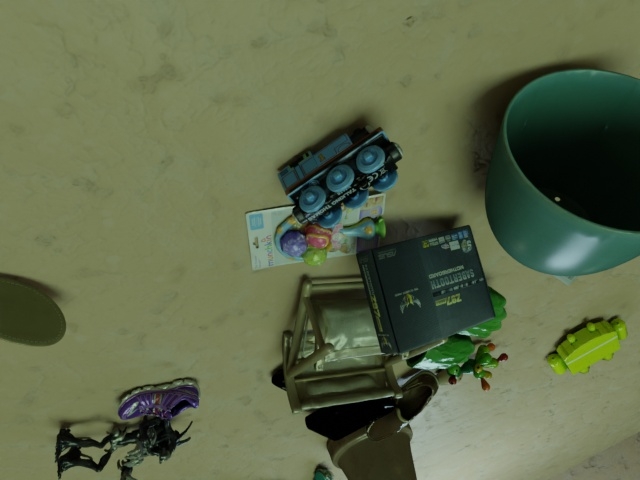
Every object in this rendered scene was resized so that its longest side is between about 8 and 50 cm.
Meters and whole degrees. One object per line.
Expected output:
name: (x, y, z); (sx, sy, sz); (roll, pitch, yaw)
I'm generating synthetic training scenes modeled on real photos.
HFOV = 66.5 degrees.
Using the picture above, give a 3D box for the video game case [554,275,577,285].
video game case: (0.556, -0.007, 1.055); (0.212, 0.023, 0.193); (25, 109, -38)

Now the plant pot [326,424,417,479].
plant pot: (0.174, 0.664, 1.421); (0.263, 0.229, 0.263); (-11, 134, -11)

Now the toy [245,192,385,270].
toy: (0.000, 0.000, 0.832); (0.237, 0.056, 0.136); (-11, 134, -12)

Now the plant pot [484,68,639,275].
plant pot: (0.397, -0.077, 0.769); (0.293, 0.293, 0.235); (-14, 152, -9)

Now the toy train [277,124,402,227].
toy train: (0.029, -0.098, 0.713); (0.184, 0.105, 0.080); (-34, 144, 12)

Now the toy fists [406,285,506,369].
toy fists: (0.316, 0.209, 1.139); (0.142, 0.096, 0.279); (12, 128, -21)

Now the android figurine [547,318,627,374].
android figurine: (0.809, 0.323, 1.475); (0.248, 0.056, 0.273); (-36, 135, 14)

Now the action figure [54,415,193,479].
action figure: (-0.412, 0.458, 1.048); (0.276, 0.141, 0.164); (2, 119, -22)

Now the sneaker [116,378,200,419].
sneaker: (-0.336, 0.341, 1.013); (0.170, 0.071, 0.068); (-14, 136, -9)

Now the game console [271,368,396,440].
game console: (0.015, 0.393, 1.204); (0.213, 0.044, 0.361); (-35, 129, 18)

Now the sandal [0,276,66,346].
sandal: (-0.506, 0.094, 0.721); (0.240, 0.088, 0.079); (30, 147, -33)

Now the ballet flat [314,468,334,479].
ballet flat: (0.013, 0.791, 1.607); (0.070, 0.070, 0.188); (-4, 135, -19)

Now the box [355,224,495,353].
box: (0.193, 0.083, 0.878); (0.233, 0.183, 0.059); (-12, 176, -26)

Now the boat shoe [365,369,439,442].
boat shoe: (0.209, 0.452, 1.303); (0.257, 0.095, 0.095); (-51, 174, 12)

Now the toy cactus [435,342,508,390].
toy cactus: (0.391, 0.351, 1.301); (0.219, 0.112, 0.180); (-7, 155, -45)

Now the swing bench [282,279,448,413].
swing bench: (0.070, 0.211, 0.994); (0.253, 0.165, 0.254); (-1, 138, -22)
